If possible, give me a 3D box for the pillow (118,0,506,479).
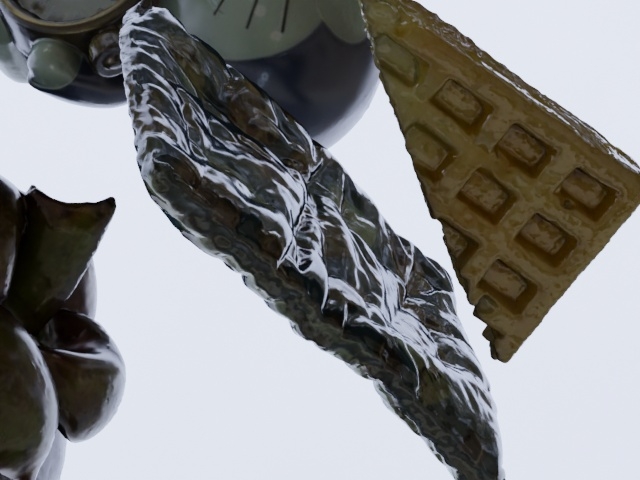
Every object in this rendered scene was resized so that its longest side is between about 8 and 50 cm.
[{"bbox_3d":[-0.001,-0.002,0.744,0.034,0.189,0.255,-39,-61,18],"label":"pillow"}]

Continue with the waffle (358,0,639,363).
[{"bbox_3d":[0.042,-0.037,0.696,0.191,0.032,0.125,32,-70,-13],"label":"waffle"}]

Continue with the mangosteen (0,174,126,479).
[{"bbox_3d":[-0.267,0.077,0.956,0.347,0.307,0.307,-23,-64,16],"label":"mangosteen"}]

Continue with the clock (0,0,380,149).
[{"bbox_3d":[-0.074,-0.140,0.961,0.243,0.199,0.146,16,-33,12],"label":"clock"}]
